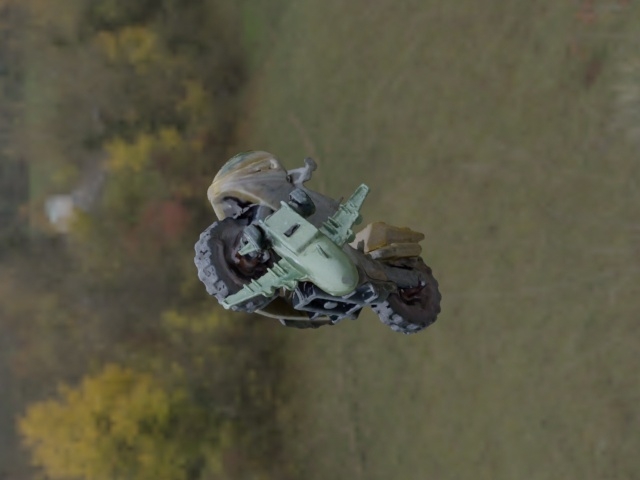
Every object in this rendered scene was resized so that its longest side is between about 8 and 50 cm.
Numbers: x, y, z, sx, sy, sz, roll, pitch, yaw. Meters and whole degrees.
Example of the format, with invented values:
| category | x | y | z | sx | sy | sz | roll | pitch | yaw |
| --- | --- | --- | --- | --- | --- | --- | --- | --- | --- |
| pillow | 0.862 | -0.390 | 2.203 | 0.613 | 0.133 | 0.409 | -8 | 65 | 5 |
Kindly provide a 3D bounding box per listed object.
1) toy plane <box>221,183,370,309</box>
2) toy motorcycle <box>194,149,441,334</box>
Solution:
| category | x | y | z | sx | sy | sz | roll | pitch | yaw |
| --- | --- | --- | --- | --- | --- | --- | --- | --- | --- |
| toy plane | -0.007 | 0.002 | 0.693 | 0.033 | 0.080 | 0.083 | 57 | 169 | -27 |
| toy motorcycle | 0.000 | 0.000 | 1.256 | 0.094 | 0.229 | 0.130 | -39 | 54 | 39 |
